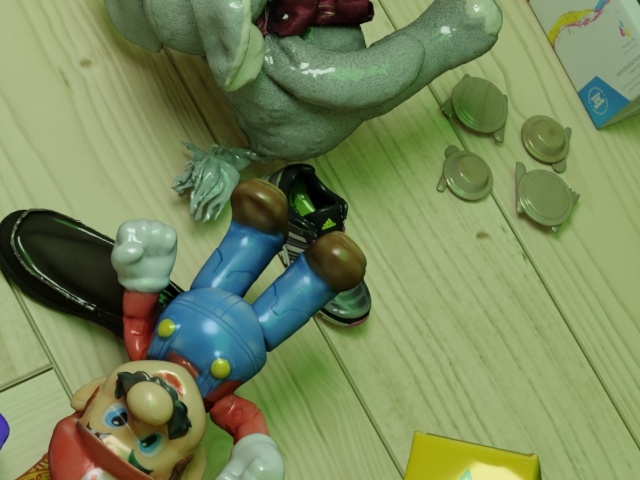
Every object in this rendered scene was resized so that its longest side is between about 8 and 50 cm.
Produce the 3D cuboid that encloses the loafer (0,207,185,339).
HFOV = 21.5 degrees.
[{"bbox_3d":[-0.179,0.032,1.474,0.220,0.078,0.080,30,60,-10],"label":"loafer"}]

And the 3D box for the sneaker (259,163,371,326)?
[{"bbox_3d":[0.000,0.000,1.570,0.063,0.075,0.170,-23,79,-30],"label":"sneaker"}]

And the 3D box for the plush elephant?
[{"bbox_3d":[-0.056,-0.211,1.514,0.330,0.272,0.255,-45,135,-17],"label":"plush elephant"}]

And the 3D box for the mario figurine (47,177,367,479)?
[{"bbox_3d":[-0.095,0.093,1.352,0.320,0.198,0.170,-53,135,-24],"label":"mario figurine"}]

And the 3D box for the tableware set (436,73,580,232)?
[{"bbox_3d":[0.194,-0.089,1.727,0.168,0.020,0.141,22,60,-13],"label":"tableware set"}]

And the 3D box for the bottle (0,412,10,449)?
[{"bbox_3d":[-0.392,0.123,1.334,0.282,0.092,0.118,32,61,-9],"label":"bottle"}]

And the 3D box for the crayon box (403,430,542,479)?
[{"bbox_3d":[0.104,0.368,1.300,0.106,0.363,0.313,7,60,15],"label":"crayon box"}]

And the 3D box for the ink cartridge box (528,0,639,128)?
[{"bbox_3d":[0.297,-0.253,1.774,0.078,0.134,0.231,-21,78,-29],"label":"ink cartridge box"}]

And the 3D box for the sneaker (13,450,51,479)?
[{"bbox_3d":[-0.232,0.221,1.390,0.175,0.067,0.064,-21,58,-44],"label":"sneaker"}]
